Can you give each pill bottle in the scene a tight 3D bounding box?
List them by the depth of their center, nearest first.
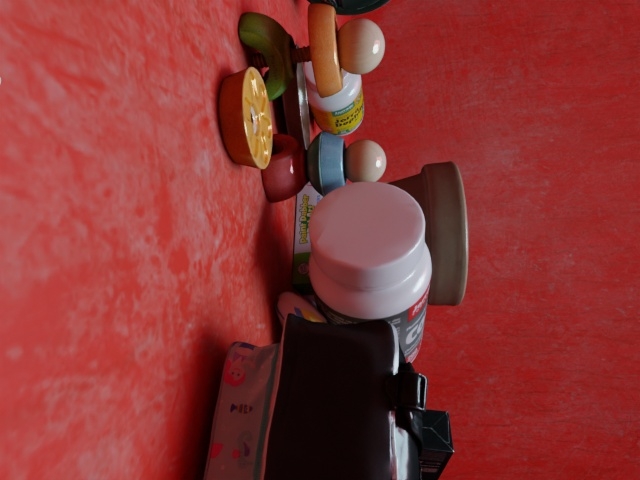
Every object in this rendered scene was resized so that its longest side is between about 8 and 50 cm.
[{"bbox_3d":[0.070,0.067,0.594,0.283,0.161,0.161,80,12,-50],"label":"pill bottle"},{"bbox_3d":[0.027,-0.302,0.858,0.208,0.117,0.118,43,46,-79],"label":"pill bottle"}]

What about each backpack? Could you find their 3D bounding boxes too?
[{"bbox_3d":[0.009,0.204,0.391,0.254,0.190,0.225,60,31,-57],"label":"backpack"}]

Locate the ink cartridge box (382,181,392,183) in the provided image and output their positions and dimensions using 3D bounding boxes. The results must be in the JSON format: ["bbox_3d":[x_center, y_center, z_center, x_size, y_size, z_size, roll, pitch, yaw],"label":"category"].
[{"bbox_3d":[0.114,-0.024,1.141,0.097,0.188,0.256,-34,121,-78],"label":"ink cartridge box"}]

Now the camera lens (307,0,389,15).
[{"bbox_3d":[0.052,-0.562,0.727,0.219,0.219,0.275,63,27,-70],"label":"camera lens"}]

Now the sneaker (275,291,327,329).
[{"bbox_3d":[-0.018,0.193,0.564,0.240,0.126,0.091,58,-22,-5],"label":"sneaker"}]

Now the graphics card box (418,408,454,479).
[{"bbox_3d":[0.151,0.512,0.983,0.094,0.232,0.371,-81,173,-47],"label":"graphics card box"}]

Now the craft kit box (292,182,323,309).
[{"bbox_3d":[0.000,0.000,0.833,0.250,0.060,0.247,67,20,-67],"label":"craft kit box"}]

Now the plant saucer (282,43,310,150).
[{"bbox_3d":[-0.038,-0.215,0.663,0.168,0.029,0.169,-6,90,-86],"label":"plant saucer"}]

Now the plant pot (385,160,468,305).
[{"bbox_3d":[0.134,-0.011,0.785,0.263,0.229,0.263,-1,90,-81],"label":"plant pot"}]

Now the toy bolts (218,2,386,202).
[{"bbox_3d":[-0.001,-0.135,0.501,0.229,0.158,0.218,79,12,-45],"label":"toy bolts"}]
